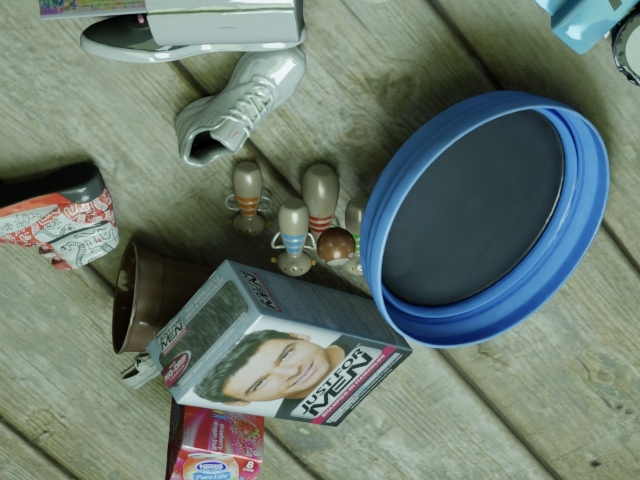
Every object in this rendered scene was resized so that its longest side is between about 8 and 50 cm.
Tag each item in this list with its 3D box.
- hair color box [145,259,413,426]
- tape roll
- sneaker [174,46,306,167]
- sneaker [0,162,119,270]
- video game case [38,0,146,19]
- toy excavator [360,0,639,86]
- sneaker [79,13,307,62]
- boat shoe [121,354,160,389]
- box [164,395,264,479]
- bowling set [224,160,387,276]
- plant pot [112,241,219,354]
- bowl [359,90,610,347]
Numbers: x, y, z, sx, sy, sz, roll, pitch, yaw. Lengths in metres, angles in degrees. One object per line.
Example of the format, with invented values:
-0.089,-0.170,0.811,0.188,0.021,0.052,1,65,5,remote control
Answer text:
-0.052,0.158,2.074,0.185,0.113,0.374,-47,145,19,hair color box
-0.108,-0.348,1.642,0.169,0.246,0.246,-2,128,2,tape roll
-0.105,-0.172,1.931,0.090,0.115,0.232,37,119,-26,sneaker
-0.426,-0.013,2.062,0.270,0.090,0.145,-13,125,5,sneaker
-0.284,-0.354,1.791,0.157,0.019,0.143,-2,100,13,video game case
0.285,-0.377,1.757,0.445,0.222,0.433,39,119,-11,toy excavator
-0.169,-0.316,1.834,0.296,0.104,0.147,-6,124,-2,sneaker
-0.278,0.200,2.268,0.035,0.035,0.100,36,126,-28,boat shoe
-0.159,0.268,2.182,0.128,0.257,0.122,13,128,-11,box
0.000,0.000,2.024,0.287,0.200,0.154,2,129,2,bowling set
-0.212,0.096,2.116,0.165,0.167,0.167,9,127,-17,plant pot
0.225,-0.030,1.978,0.391,0.077,0.391,-18,130,-23,bowl
